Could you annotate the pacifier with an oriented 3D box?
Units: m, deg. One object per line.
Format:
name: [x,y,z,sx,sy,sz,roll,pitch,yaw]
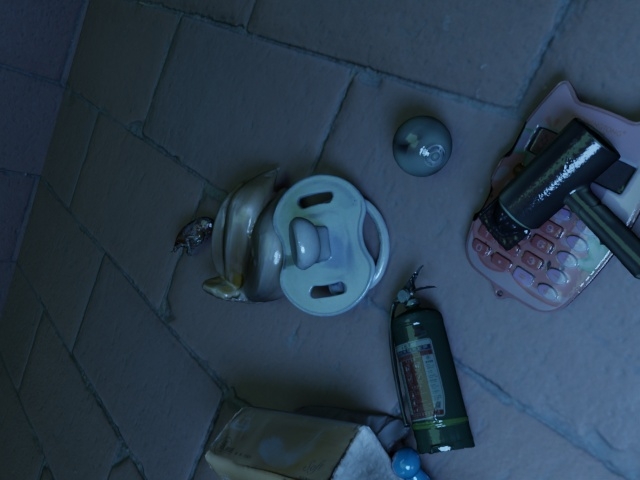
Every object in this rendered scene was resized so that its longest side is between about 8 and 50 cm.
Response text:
pacifier: [0.000,0.000,1.004,0.228,0.207,0.278,-12,79,23]

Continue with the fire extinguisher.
fire extinguisher: [0.169,0.192,0.887,0.118,0.093,0.294,-28,65,41]

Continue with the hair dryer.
hair dryer: [0.350,-0.007,0.712,0.195,0.078,0.248,-51,59,32]

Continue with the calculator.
calculator: [0.345,-0.052,0.796,0.220,0.048,0.329,41,114,38]

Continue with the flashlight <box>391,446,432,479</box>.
flashlight: [0.159,0.389,0.865,0.051,0.051,0.129,-27,100,38]

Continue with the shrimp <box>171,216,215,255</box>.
shrimp: [-0.338,-0.007,1.428,0.190,0.075,0.073,-32,94,29]

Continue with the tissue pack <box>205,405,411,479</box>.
tissue pack: [-0.005,0.389,0.965,0.306,0.239,0.238,-9,77,44]

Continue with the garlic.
garlic: [-0.143,0.005,1.199,0.279,0.132,0.325,30,109,33]

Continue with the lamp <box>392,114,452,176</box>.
lamp: [0.175,-0.163,0.932,0.105,0.105,0.105,-9,77,43]
